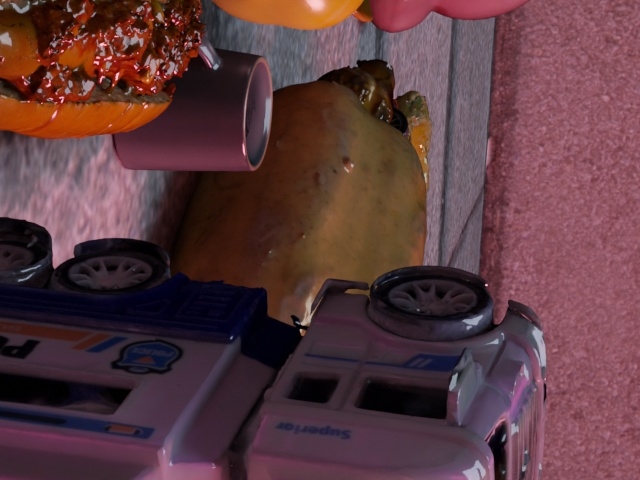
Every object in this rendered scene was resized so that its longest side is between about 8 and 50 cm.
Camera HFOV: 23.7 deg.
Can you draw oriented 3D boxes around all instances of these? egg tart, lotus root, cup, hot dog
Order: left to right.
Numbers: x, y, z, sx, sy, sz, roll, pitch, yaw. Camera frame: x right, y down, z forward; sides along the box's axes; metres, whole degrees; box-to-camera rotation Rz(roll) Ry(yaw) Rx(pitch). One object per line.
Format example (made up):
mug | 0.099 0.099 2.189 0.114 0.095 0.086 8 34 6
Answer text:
hot dog | -0.108 -0.099 0.711 0.249 0.076 0.102 -24 115 -76
cup | -0.074 -0.085 0.882 0.100 0.077 0.078 82 17 -48
lotus root | -0.012 0.002 1.032 0.169 0.151 0.342 38 45 -27
egg tart | 0.065 -0.061 1.592 0.197 0.078 0.197 7 90 -77

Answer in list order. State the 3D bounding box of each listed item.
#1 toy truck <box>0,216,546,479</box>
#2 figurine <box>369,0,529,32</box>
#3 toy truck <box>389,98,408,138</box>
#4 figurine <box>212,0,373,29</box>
toy truck | -0.060 0.082 0.551 0.155 0.268 0.124 -56 149 -64
figurine | 0.161 -0.354 1.585 0.269 0.211 0.261 -60 153 -63
toy truck | 0.000 0.000 1.203 0.107 0.114 0.252 83 19 -50
figurine | -0.031 -0.197 0.909 0.131 0.156 0.246 64 20 16
